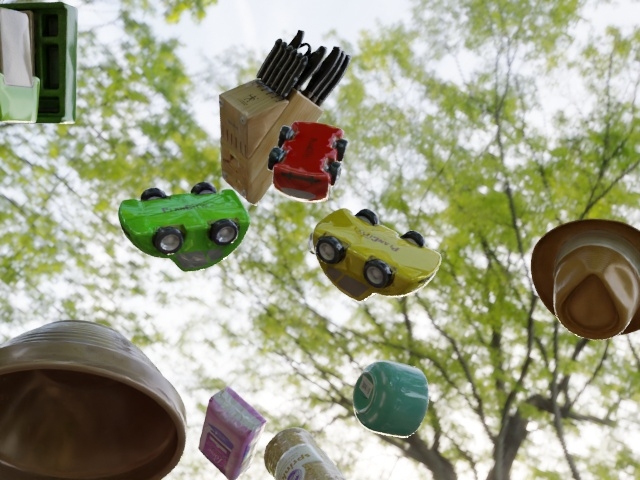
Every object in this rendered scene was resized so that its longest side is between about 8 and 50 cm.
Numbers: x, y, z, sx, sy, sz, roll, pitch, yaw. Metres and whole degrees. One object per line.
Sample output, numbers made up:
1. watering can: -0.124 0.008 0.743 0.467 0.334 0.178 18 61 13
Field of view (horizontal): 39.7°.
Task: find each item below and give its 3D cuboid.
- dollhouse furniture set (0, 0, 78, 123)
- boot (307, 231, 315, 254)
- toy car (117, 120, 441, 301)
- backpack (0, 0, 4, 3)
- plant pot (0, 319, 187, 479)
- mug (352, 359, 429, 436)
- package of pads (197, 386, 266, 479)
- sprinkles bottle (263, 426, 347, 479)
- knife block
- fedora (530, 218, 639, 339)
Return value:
1. dollhouse furniture set: -0.479 -0.221 1.089 0.301 0.197 0.151 2 -83 13
2. boot: 0.000 0.000 1.776 0.042 0.118 0.087 -14 -43 -11
3. toy car: -0.048 -0.014 0.705 0.239 0.224 0.053 -124 -146 -47
4. backpack: -0.546 -0.435 1.310 0.188 0.144 0.166 29 -15 -17
5. plant pot: -0.253 0.158 0.901 0.237 0.110 0.237 -2 -46 -2
6. mug: 0.110 0.285 1.589 0.097 0.130 0.157 16 -35 -26
7. package of pads: -0.079 0.170 0.780 0.050 0.032 0.083 40 -41 20
8. sprinkles bottle: -0.008 0.475 1.677 0.121 0.121 0.355 49 -7 -20
9. knife block: -0.058 -0.225 1.567 0.088 0.242 0.276 42 -35 33
10. fedora: 0.350 0.064 1.127 0.194 0.079 0.194 15 -48 17
